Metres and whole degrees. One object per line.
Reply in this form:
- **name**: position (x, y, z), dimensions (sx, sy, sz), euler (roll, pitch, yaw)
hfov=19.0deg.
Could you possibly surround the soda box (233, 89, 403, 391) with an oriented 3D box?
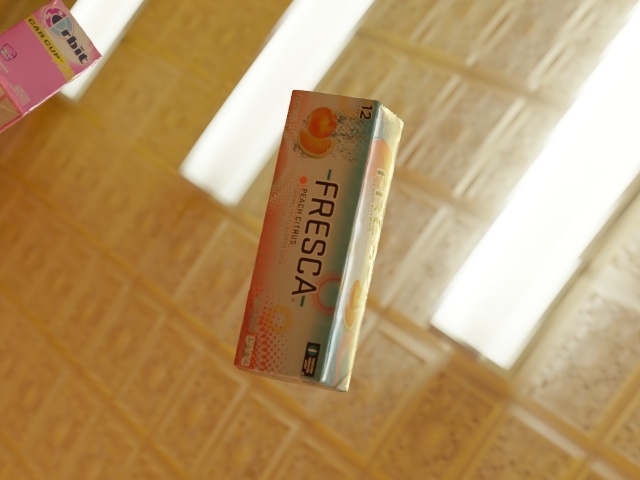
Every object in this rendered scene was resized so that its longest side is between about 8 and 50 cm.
- **soda box**: position (0.000, 0.000, 1.208), dimensions (0.063, 0.058, 0.183), euler (10, -96, 20)

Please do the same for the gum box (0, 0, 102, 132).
- **gum box**: position (-0.275, -0.109, 1.511), dimensions (0.188, 0.062, 0.107), euler (-27, -167, 40)
